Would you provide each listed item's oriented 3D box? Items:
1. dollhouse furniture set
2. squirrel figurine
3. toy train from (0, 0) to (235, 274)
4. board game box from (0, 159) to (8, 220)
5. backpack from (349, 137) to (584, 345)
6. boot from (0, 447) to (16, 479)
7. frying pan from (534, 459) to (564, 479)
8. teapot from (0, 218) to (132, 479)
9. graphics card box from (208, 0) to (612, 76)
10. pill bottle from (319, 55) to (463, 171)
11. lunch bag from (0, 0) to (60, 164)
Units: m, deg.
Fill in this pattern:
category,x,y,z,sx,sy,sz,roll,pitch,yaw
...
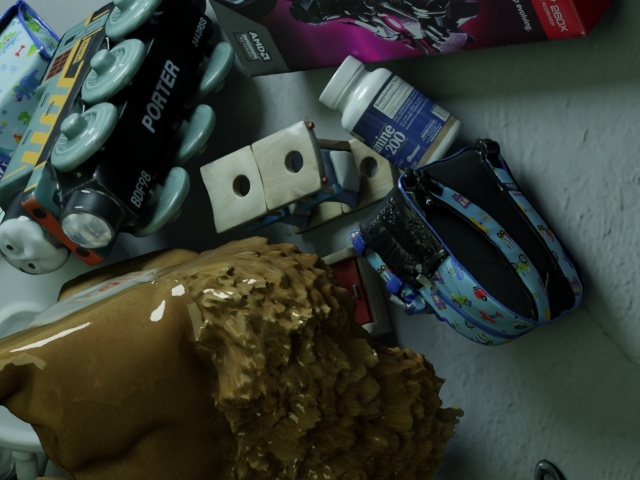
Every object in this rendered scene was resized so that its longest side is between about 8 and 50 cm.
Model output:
category,x,y,z,sx,sy,sz,roll,pitch,yaw
dollhouse furniture set,0.000,0.000,1.709,0.129,0.129,0.184,-23,77,34
squirrel figurine,-0.085,0.200,1.625,0.397,0.281,0.370,-18,100,23
toy train,-0.201,-0.108,1.771,0.190,0.142,0.334,-25,35,37
board game box,-0.437,0.018,1.991,0.213,0.046,0.317,21,74,33
backpack,0.133,0.017,1.605,0.173,0.158,0.117,50,126,12
boot,-0.363,0.134,1.980,0.095,0.123,0.258,5,93,36
frying pan,0.263,0.348,1.563,0.197,0.053,0.326,0,80,21
teapot,-0.275,0.087,1.886,0.256,0.187,0.252,-36,98,9
graphics card box,0.050,-0.273,1.622,0.371,0.094,0.233,-1,130,37
pill bottle,0.061,-0.110,1.664,0.120,0.067,0.067,35,113,1
lunch bag,-0.328,-0.173,1.958,0.129,0.096,0.151,-46,40,8
